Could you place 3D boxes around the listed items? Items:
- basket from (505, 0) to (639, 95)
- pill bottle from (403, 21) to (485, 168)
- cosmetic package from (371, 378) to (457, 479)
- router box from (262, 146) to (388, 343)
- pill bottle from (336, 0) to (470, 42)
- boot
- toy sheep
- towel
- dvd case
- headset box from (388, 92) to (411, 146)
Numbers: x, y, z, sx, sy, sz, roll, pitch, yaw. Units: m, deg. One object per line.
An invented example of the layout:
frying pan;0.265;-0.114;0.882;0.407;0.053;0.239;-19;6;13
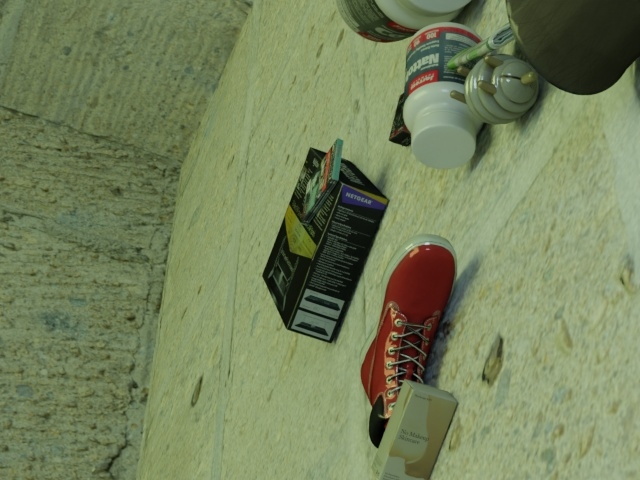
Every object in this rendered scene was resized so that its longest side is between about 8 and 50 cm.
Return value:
basket;0.297;-0.274;1.319;0.227;0.154;0.204;138;147;-57
pill bottle;0.160;-0.184;1.811;0.108;0.108;0.180;123;160;-46
cosmetic package;0.107;0.223;1.606;0.041;0.060;0.115;-132;59;-73
router box;0.000;0.000;2.254;0.309;0.081;0.243;-123;52;-73
pill bottle;0.130;-0.383;2.065;0.283;0.161;0.161;-171;99;-76
boot;0.110;0.128;1.670;0.176;0.088;0.244;-93;17;-55
toy sheep;0.210;-0.179;1.652;0.132;0.091;0.091;-5;68;65
towel;0.220;-0.251;1.701;0.113;0.023;0.152;-31;6;-15
dvd case;0.003;-0.090;2.165;0.119;0.013;0.087;127;159;-45
headset box;0.131;-0.180;2.074;0.062;0.032;0.083;148;138;-70
